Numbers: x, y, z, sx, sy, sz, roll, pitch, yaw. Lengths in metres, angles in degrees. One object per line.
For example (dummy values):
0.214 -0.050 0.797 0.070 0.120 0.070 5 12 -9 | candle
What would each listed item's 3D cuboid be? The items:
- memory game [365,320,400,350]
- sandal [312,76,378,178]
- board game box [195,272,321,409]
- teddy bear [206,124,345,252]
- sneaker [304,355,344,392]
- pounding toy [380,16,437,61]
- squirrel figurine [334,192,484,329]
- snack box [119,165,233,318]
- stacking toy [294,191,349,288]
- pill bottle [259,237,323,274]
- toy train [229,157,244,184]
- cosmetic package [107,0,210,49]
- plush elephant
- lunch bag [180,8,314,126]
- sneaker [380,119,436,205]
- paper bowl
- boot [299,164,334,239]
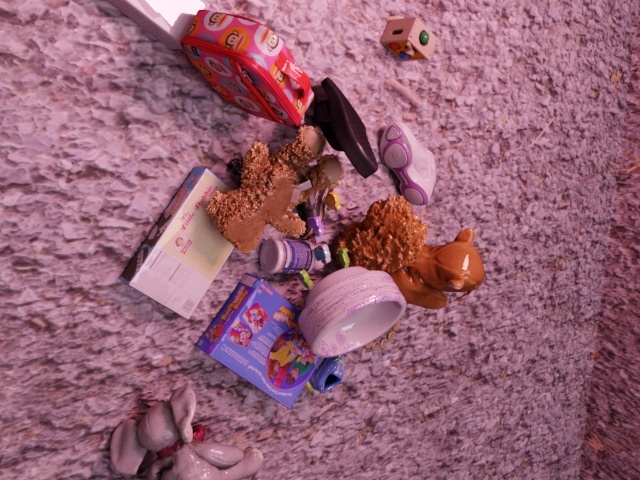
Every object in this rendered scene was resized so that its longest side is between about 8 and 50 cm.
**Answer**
0.202 0.276 1.953 0.186 0.012 0.186 -12 109 -37 | memory game
0.038 -0.282 1.459 0.107 0.445 0.167 -32 118 15 | sandal
-0.141 0.280 1.618 0.233 0.078 0.347 -56 130 -15 | board game box
-0.103 -0.124 1.399 0.245 0.113 0.338 33 98 -34 | teddy bear
0.046 0.356 1.765 0.240 0.126 0.091 -55 129 -14 | sneaker
0.253 -0.565 1.690 0.130 0.141 0.100 26 84 -41 | pounding toy
0.257 0.058 1.686 0.397 0.371 0.281 41 62 -30 | squirrel figurine
-0.307 0.006 1.417 0.187 0.060 0.321 42 73 -40 | snack box
0.000 0.000 1.567 0.167 0.052 0.221 -26 110 -37 | stacking toy
-0.072 0.045 1.605 0.169 0.094 0.094 5 98 -41 | pill bottle
-0.181 -0.145 1.509 0.036 0.027 0.158 -54 129 -30 | toy train
-0.357 -0.512 1.226 0.231 0.086 0.117 33 79 -39 | cosmetic package
-0.340 0.493 1.419 0.330 0.272 0.255 27 41 -72 | plush elephant
-0.135 -0.366 1.294 0.120 0.258 0.293 -63 155 -8 | lunch bag
0.278 -0.257 1.833 0.152 0.114 0.305 -57 135 -32 | sneaker
0.074 0.180 1.589 0.284 0.148 0.284 -23 149 -14 | paper bowl
-0.052 -0.113 1.605 0.137 0.077 0.197 31 69 -36 | boot
